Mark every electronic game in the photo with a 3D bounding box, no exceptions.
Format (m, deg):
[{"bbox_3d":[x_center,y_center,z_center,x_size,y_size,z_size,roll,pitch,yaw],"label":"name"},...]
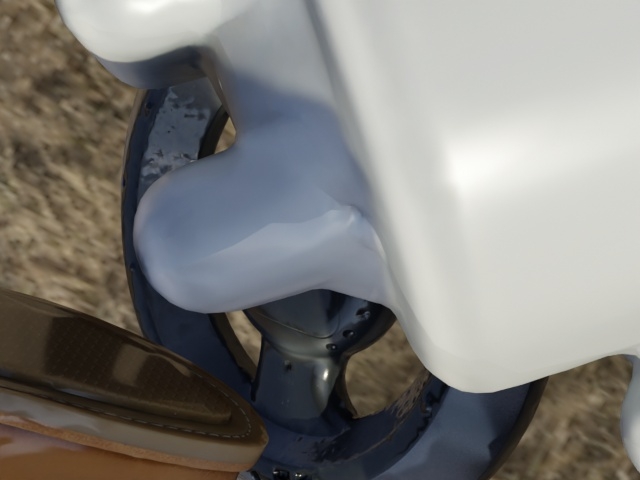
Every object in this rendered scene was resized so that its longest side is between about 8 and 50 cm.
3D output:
[{"bbox_3d":[0.000,0.000,0.761,0.229,0.048,0.229,9,104,43],"label":"electronic game"}]

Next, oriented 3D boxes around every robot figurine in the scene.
[{"bbox_3d":[0.109,-0.082,0.555,0.353,0.200,0.300,-17,92,0],"label":"robot figurine"}]

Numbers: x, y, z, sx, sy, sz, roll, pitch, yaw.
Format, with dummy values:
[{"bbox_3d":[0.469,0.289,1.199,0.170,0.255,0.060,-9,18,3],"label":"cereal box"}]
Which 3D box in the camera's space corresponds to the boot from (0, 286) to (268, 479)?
[{"bbox_3d":[-0.167,0.128,0.636,0.109,0.283,0.220,37,119,57],"label":"boot"}]
